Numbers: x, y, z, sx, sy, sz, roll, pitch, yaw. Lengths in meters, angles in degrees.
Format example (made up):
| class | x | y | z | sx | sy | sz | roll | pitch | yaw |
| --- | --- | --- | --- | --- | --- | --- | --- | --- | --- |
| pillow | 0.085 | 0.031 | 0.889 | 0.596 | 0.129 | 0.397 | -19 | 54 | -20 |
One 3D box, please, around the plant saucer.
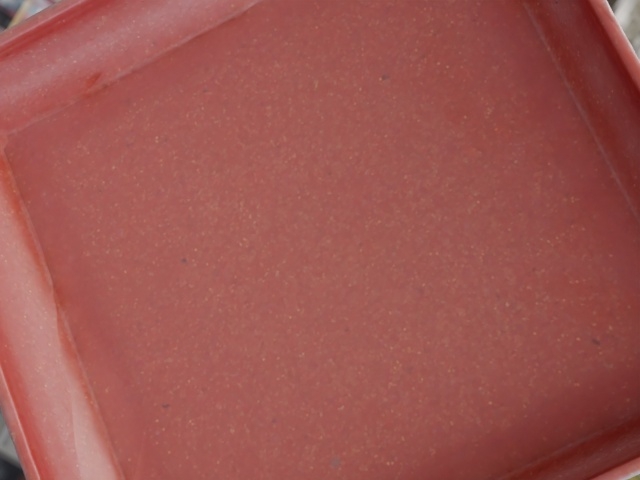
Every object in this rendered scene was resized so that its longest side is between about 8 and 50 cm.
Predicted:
| class | x | y | z | sx | sy | sz | roll | pitch | yaw |
| --- | --- | --- | --- | --- | --- | --- | --- | --- | --- |
| plant saucer | 0.000 | 0.000 | 0.596 | 0.259 | 0.258 | 0.048 | -27 | 159 | 7 |
